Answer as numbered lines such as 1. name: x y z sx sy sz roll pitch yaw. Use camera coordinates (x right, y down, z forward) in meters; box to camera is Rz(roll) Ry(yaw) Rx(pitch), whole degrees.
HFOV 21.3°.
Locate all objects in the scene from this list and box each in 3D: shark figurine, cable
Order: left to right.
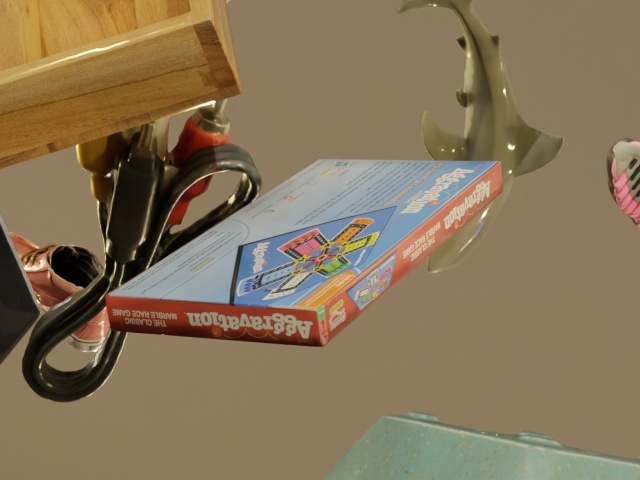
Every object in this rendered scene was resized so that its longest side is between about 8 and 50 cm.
1. cable: -0.131 0.000 1.234 0.139 0.072 0.287 11 -53 -12
2. shark figurine: 0.166 -0.118 1.556 0.116 0.166 0.278 9 -72 38

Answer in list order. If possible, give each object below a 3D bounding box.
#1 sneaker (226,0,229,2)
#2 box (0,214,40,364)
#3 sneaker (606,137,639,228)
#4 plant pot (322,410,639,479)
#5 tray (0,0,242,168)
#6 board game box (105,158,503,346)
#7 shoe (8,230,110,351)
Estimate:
1. sneaker: -0.105 -0.252 1.542 0.084 0.152 0.058 51 -7 0
2. box: -0.383 0.064 0.890 0.312 0.343 0.179 9 -46 28
3. sneaker: 0.235 -0.042 1.279 0.057 0.047 0.119 50 -1 42
4. plant pot: 0.108 0.240 1.024 0.247 0.252 0.248 13 -5 -38
5. tray: -0.181 -0.228 1.205 0.203 0.411 0.076 -16 -44 6
6. board game box: 0.000 0.000 1.091 0.145 0.281 0.027 1 -70 28
7. shoe: -0.262 0.026 1.636 0.178 0.063 0.081 39 -43 27
